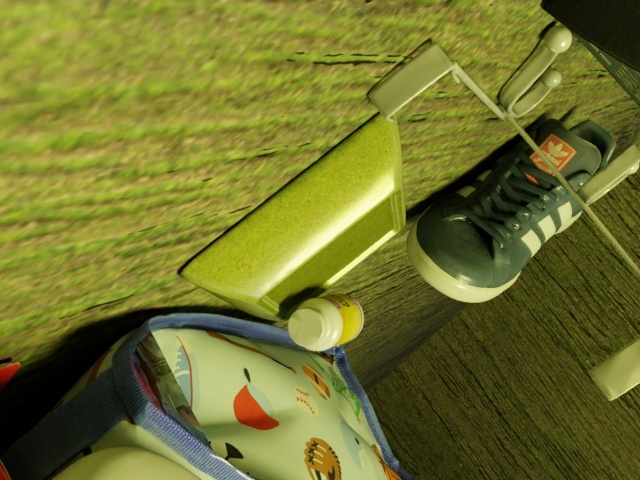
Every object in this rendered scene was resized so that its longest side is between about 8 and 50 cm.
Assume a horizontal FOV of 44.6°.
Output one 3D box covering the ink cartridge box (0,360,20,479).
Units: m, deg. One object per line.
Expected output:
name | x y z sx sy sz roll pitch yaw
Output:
ink cartridge box | -0.254 0.154 0.392 0.134 0.078 0.231 -47 164 30

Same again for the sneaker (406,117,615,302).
sneaker | 0.227 -0.055 0.880 0.350 0.131 0.148 -32 159 -46

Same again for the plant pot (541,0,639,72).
plant pot | 0.285 -0.188 0.488 0.187 0.167 0.188 -35 167 -11

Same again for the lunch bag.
lunch bag | -0.136 0.234 0.654 0.328 0.239 0.385 -41 150 11

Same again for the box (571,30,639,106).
box | 0.338 -0.147 0.611 0.183 0.233 0.059 -35 168 -12

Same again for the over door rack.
over door rack | 0.205 -0.045 0.584 0.108 0.240 0.324 -43 166 27

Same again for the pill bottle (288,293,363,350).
pill bottle | 0.004 0.068 0.647 0.043 0.043 0.083 -43 166 16

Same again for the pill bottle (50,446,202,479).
pill bottle | -0.183 0.280 0.416 0.334 0.188 0.188 -40 166 8

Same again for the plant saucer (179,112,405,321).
plant saucer | 0.000 0.000 0.613 0.188 0.045 0.188 -38 166 -2
